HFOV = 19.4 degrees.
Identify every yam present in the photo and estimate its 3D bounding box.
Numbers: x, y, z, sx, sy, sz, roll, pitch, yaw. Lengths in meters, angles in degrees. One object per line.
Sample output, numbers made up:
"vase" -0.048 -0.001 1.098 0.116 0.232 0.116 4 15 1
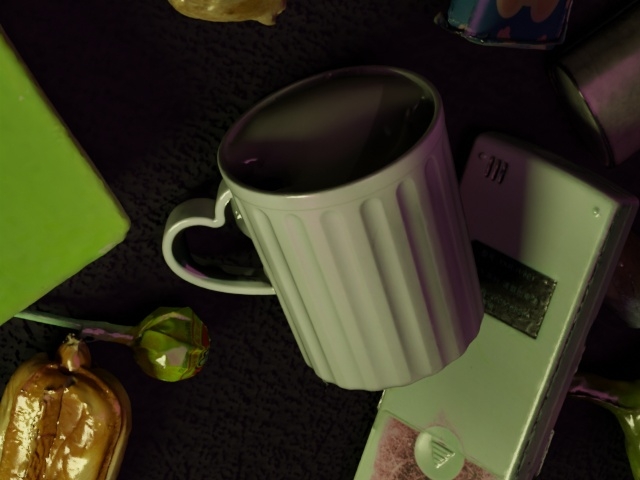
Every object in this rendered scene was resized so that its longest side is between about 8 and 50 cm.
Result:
"yam" 0.234 0.008 1.557 0.068 0.068 0.169 -49 123 4

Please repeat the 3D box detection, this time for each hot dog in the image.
"hot dog" -0.207 0.178 1.435 0.102 0.076 0.249 18 115 -1

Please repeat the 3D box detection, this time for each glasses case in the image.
"glasses case" 0.330 -0.181 1.514 0.299 0.060 0.114 -34 120 -6

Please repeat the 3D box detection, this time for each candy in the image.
"candy" -0.176 0.064 1.420 0.193 0.062 0.058 14 105 -18

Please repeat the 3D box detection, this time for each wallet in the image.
"wallet" 0.162 -0.242 1.389 0.141 0.059 0.202 -6 118 -54

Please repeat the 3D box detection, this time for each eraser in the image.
"eraser" -0.283 -0.062 1.285 0.210 0.092 0.274 -36 124 -4

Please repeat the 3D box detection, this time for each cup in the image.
"cup" 0.010 -0.009 1.422 0.167 0.221 0.202 -49 134 -38

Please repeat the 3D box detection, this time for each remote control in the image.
"remote control" 0.135 0.093 1.512 0.050 0.145 0.344 -8 122 -54

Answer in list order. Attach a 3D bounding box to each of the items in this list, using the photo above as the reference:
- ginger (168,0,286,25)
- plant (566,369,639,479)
"ginger" 0.013 -0.254 1.332 0.294 0.086 0.131 -39 146 3
"plant" 0.283 0.154 1.596 0.333 0.180 0.251 18 94 -26
